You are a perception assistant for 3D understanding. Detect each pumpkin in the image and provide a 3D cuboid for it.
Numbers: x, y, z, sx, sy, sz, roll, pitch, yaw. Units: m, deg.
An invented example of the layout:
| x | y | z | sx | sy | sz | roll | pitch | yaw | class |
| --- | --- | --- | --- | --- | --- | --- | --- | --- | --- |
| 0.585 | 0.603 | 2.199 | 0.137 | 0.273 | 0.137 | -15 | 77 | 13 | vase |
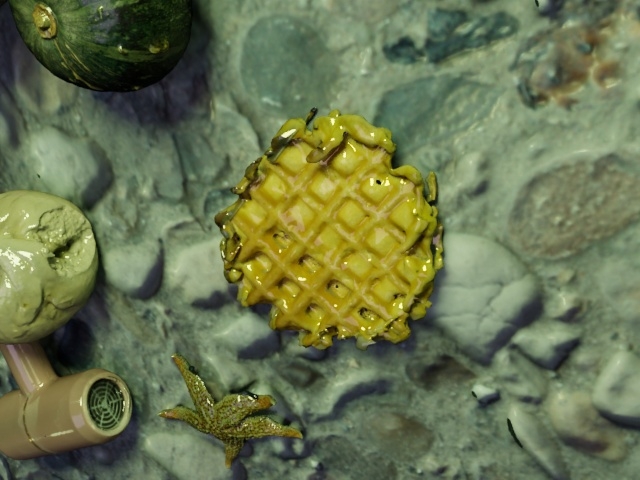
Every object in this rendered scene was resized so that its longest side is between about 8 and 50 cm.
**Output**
| x | y | z | sx | sy | sz | roll | pitch | yaw | class |
| --- | --- | --- | --- | --- | --- | --- | --- | --- | --- |
| -0.208 | -0.231 | 0.723 | 0.190 | 0.146 | 0.190 | 11 | 122 | 18 | pumpkin |

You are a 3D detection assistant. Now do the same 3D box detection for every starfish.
| x | y | z | sx | sy | sz | roll | pitch | yaw | class |
| --- | --- | --- | --- | --- | --- | --- | --- | --- | --- |
| -0.127 | 0.241 | 1.006 | 0.208 | 0.053 | 0.175 | 11 | 130 | 25 | starfish |

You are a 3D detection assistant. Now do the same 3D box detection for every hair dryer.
| x | y | z | sx | sy | sz | roll | pitch | yaw | class |
| --- | --- | --- | --- | --- | --- | --- | --- | --- | --- |
| -0.408 | 0.136 | 1.042 | 0.189 | 0.107 | 0.344 | -18 | 102 | 29 | hair dryer |

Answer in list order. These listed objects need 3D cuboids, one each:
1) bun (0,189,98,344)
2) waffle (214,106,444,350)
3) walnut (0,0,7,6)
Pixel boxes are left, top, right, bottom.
| x | y | z | sx | sy | sz | roll | pitch | yaw | class |
| --- | --- | --- | --- | --- | --- | --- | --- | --- | --- |
| -0.369 | 0.033 | 0.923 | 0.193 | 0.128 | 0.178 | -29 | 91 | 14 | bun |
| -0.001 | 0.001 | 0.811 | 0.262 | 0.060 | 0.280 | 1 | 116 | 23 | waffle |
| -0.400 | -0.309 | 0.716 | 0.248 | 0.248 | 0.248 | 10 | 120 | 18 | walnut |
